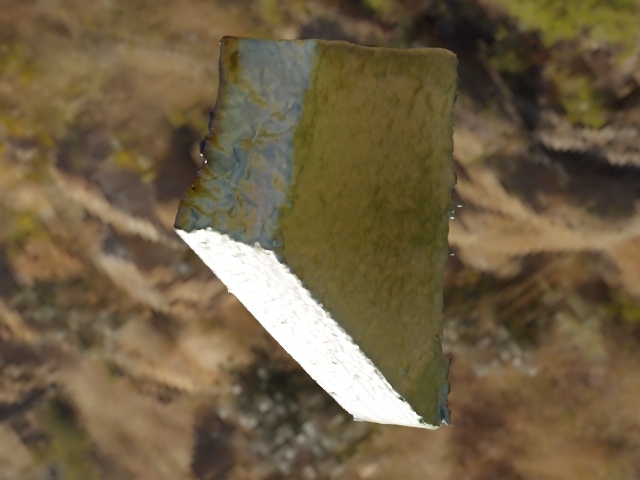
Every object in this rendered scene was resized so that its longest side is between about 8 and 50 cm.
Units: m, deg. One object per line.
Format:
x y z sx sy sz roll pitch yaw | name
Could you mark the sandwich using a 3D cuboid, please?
0.000 0.000 0.945 0.058 0.162 0.193 3 94 39 | sandwich
